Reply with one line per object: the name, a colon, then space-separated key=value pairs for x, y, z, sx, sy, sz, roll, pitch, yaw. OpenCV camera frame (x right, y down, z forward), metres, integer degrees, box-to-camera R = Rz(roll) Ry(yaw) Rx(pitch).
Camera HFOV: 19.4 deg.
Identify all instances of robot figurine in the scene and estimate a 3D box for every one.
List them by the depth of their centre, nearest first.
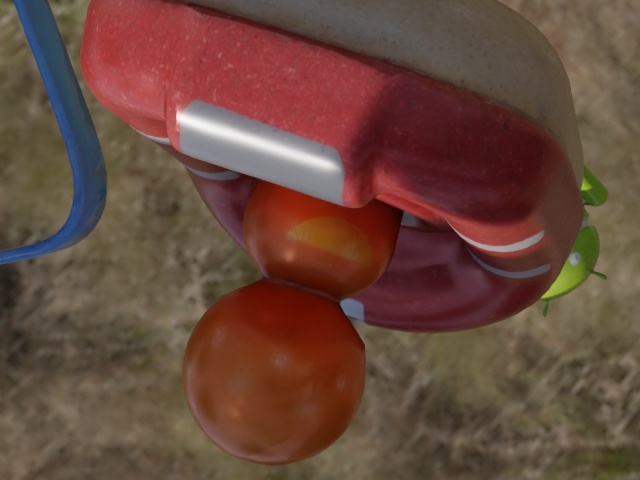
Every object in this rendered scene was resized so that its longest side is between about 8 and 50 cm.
robot figurine: x=0.123 y=-0.013 z=1.134 sx=0.115 sy=0.101 sz=0.067 roll=58 pitch=-167 yaw=8

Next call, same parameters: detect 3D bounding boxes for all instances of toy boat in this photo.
toy boat: x=0.000 y=0.000 z=0.612 sx=0.151 sy=0.151 sz=0.231 roll=18 pitch=175 yaw=13

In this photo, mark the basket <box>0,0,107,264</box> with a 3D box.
basket: x=-0.248 y=-0.086 z=0.821 sx=0.289 sy=0.201 sz=0.254 roll=-17 pitch=89 yaw=17
